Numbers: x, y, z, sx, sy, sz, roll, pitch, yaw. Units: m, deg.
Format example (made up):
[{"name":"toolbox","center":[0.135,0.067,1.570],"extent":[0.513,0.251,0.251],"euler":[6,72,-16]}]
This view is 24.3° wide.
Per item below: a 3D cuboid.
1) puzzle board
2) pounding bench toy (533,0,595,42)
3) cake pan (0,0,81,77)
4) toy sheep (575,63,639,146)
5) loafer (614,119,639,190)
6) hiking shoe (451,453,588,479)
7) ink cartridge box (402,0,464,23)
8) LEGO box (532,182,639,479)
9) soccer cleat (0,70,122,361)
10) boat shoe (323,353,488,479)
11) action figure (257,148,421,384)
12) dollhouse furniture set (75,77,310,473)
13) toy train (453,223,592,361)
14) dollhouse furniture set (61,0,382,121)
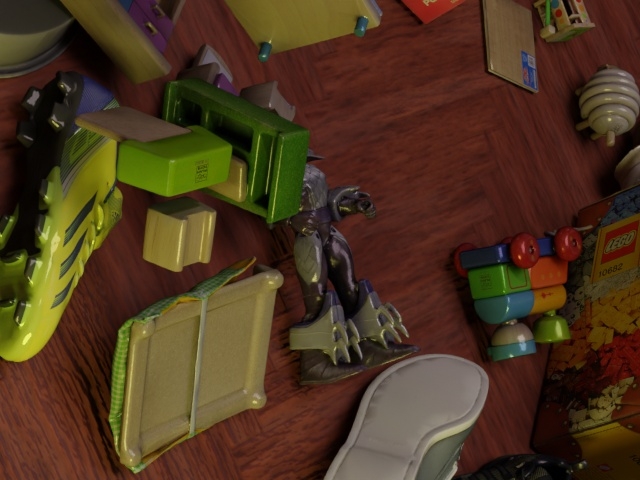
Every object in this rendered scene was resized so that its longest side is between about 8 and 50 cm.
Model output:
[{"name":"puzzle board","center":[0.250,-0.265,1.973],"extent":[0.096,0.011,0.128],"euler":[19,59,-39]},{"name":"pounding bench toy","center":[0.323,-0.311,2.036],"extent":[0.083,0.052,0.065],"euler":[-11,79,-46]},{"name":"cake pan","center":[-0.327,-0.296,1.388],"extent":[0.293,0.054,0.293],"euler":[20,59,-37]},{"name":"toy sheep","center":[0.391,-0.183,2.016],"extent":[0.091,0.091,0.132],"euler":[22,57,-36]},{"name":"loafer","center":[0.472,-0.132,2.071],"extent":[0.092,0.102,0.268],"euler":[42,38,17]},{"name":"hiking shoe","center":[0.191,0.275,1.587],"extent":[0.227,0.114,0.086],"euler":[-26,90,-47]},{"name":"ink cartridge box","center":[0.103,-0.415,1.831],"extent":[0.237,0.100,0.172],"euler":[41,47,-24]},{"name":"LEGO box","center":[0.523,0.211,1.885],"extent":[0.500,0.193,0.372],"euler":[39,49,-26]},{"name":"soccer cleat","center":[-0.224,-0.019,1.334],"extent":[0.121,0.093,0.289],"euler":[32,52,-39]},{"name":"boat shoe","center":[0.083,0.226,1.543],"extent":[0.319,0.116,0.099],"euler":[-47,149,-52]},{"name":"action figure","center":[0.000,0.000,1.535],"extent":[0.185,0.099,0.285],"euler":[-14,85,-54]},{"name":"dollhouse furniture set","center":[-0.144,0.026,1.363],"extent":[0.197,0.151,0.301],"euler":[-19,125,-48]},{"name":"toy train","center":[0.274,0.059,1.787],"extent":[0.248,0.105,0.143],"euler":[-7,87,-46]},{"name":"dollhouse furniture set","center":[-0.048,-0.263,1.420],"extent":[0.286,0.303,0.198],"euler":[51,41,-36]}]
